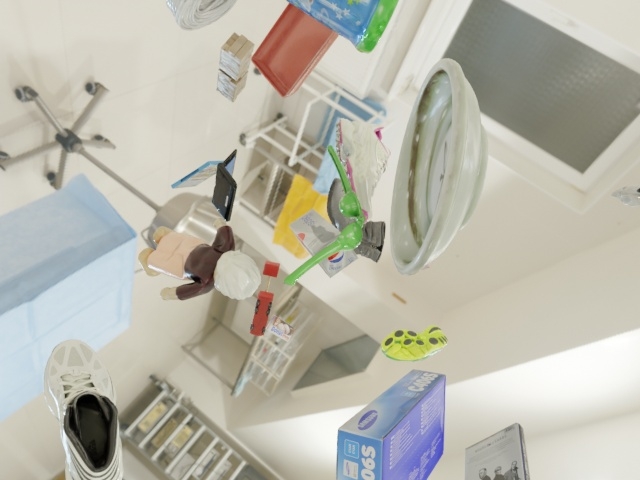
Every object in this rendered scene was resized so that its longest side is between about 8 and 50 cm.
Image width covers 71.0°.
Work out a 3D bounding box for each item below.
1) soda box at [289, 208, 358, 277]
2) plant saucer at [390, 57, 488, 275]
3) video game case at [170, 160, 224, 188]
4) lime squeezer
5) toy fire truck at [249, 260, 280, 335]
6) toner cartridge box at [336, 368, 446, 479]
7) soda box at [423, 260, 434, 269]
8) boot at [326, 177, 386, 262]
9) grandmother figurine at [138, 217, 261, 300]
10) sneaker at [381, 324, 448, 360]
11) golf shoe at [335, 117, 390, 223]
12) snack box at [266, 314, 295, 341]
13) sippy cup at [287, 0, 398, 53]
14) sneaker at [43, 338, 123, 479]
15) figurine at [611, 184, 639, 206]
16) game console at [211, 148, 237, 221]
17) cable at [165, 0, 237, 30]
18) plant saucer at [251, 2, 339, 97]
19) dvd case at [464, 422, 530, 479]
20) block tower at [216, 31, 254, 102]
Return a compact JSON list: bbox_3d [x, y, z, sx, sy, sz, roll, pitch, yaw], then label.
[{"bbox_3d":[0.000,0.000,1.300,0.098,0.091,0.286,-35,-155,-4],"label":"soda box"},{"bbox_3d":[0.227,-0.127,0.852,0.400,0.100,0.401,-172,-90,-88],"label":"plant saucer"},{"bbox_3d":[-0.377,-0.209,1.422,0.166,0.015,0.119,-25,180,25],"label":"video game case"},{"bbox_3d":[0.031,-0.044,0.828,0.059,0.110,0.310,68,33,-56],"label":"lime squeezer"},{"bbox_3d":[-0.166,0.172,1.339,0.135,0.047,0.192,-92,-164,-65],"label":"toy fire truck"},{"bbox_3d":[0.139,0.353,0.786,0.348,0.075,0.165,1,90,-60],"label":"toner cartridge box"},{"bbox_3d":[0.431,0.074,1.862,0.058,0.063,0.183,-22,-179,23],"label":"soda box"},{"bbox_3d":[0.149,-0.081,1.745,0.118,0.222,0.338,-54,145,-50],"label":"boot"},{"bbox_3d":[-0.251,0.045,0.951,0.104,0.342,0.208,35,75,-46],"label":"grandmother figurine"},{"bbox_3d":[0.299,0.351,1.444,0.295,0.109,0.123,4,131,-43],"label":"sneaker"},{"bbox_3d":[0.117,-0.184,1.124,0.115,0.140,0.306,97,-11,-64],"label":"golf shoe"},{"bbox_3d":[-0.158,0.353,1.795,0.064,0.022,0.178,-57,148,-11],"label":"snack box"},{"bbox_3d":[0.045,-0.538,0.912,0.305,0.224,0.240,129,-23,-60],"label":"sippy cup"},{"bbox_3d":[-0.583,0.392,1.137,0.169,0.447,0.257,-7,139,-38],"label":"sneaker"},{"bbox_3d":[0.897,-0.128,1.151,0.215,0.209,0.092,-12,98,-83],"label":"figurine"},{"bbox_3d":[-0.199,-0.123,1.008,0.071,0.107,0.122,-21,150,-34],"label":"game console"},{"bbox_3d":[-0.310,-0.700,1.242,0.257,0.089,0.257,-42,-171,-22],"label":"cable"},{"bbox_3d":[-0.068,-0.566,1.303,0.047,0.258,0.259,18,119,-48],"label":"plant saucer"},{"bbox_3d":[0.437,0.584,1.125,0.179,0.029,0.239,-44,-178,28],"label":"dvd case"},{"bbox_3d":[-0.338,-0.672,1.758,0.097,0.091,0.335,-56,-172,-18],"label":"block tower"}]
